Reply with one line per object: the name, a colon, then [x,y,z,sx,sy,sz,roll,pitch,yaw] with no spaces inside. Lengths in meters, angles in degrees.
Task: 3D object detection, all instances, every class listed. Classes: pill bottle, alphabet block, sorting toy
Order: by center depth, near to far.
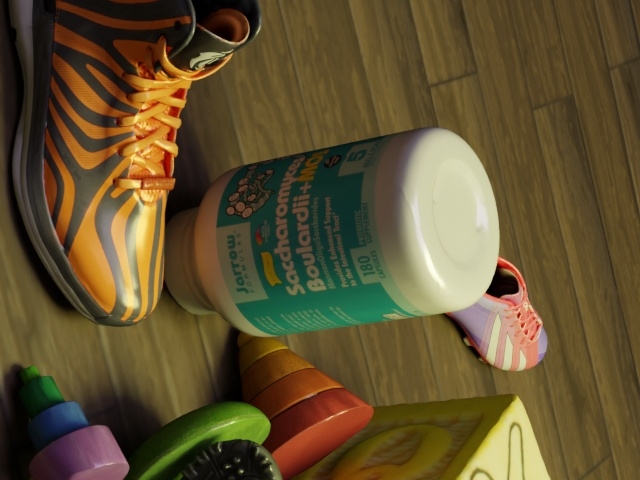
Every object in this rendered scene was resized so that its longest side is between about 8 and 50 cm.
sorting toy: [-0.108,0.128,1.369,0.365,0.127,0.126,0,53,-54]
pill bottle: [0.000,0.000,1.382,0.146,0.264,0.146,21,64,-52]
alphabet block: [0.095,0.271,1.523,0.192,0.193,0.197,-44,118,-53]

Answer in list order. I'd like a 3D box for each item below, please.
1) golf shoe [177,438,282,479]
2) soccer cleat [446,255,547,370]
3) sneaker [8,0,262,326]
golf shoe: [-0.069,0.272,1.338,0.120,0.105,0.272,-33,133,-64]
soccer cleat: [0.190,0.071,1.801,0.248,0.095,0.083,40,50,-44]
sneaker: [-0.133,-0.099,1.283,0.125,0.180,0.321,-10,90,-56]
